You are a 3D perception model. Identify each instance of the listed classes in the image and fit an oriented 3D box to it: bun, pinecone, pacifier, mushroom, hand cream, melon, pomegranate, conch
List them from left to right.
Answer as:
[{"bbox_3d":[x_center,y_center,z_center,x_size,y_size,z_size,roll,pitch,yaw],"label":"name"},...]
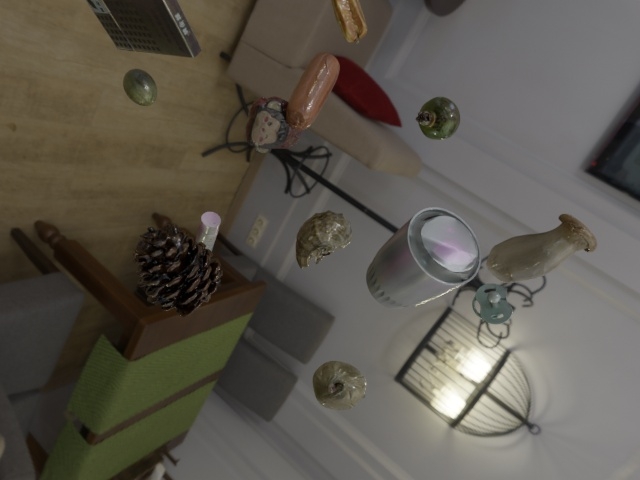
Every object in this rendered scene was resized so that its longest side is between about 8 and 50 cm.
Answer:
[{"bbox_3d":[-0.580,-0.492,1.513,0.098,0.130,0.098,-26,161,-10],"label":"melon"},{"bbox_3d":[-0.396,0.085,1.290,0.224,0.224,0.272,-48,130,-17],"label":"pinecone"},{"bbox_3d":[-0.430,0.010,1.746,0.111,0.070,0.312,-43,171,-41],"label":"hand cream"},{"bbox_3d":[-0.005,-0.016,1.688,0.210,0.158,0.291,-21,-174,30],"label":"conch"},{"bbox_3d":[0.057,0.472,1.521,0.173,0.166,0.113,-24,168,11],"label":"bun"},{"bbox_3d":[0.483,-0.522,1.992,0.211,0.179,0.179,15,117,-24],"label":"pomegranate"},{"bbox_3d":[0.576,0.205,1.585,0.116,0.127,0.150,54,33,-55],"label":"pacifier"},{"bbox_3d":[0.438,0.022,0.949,0.088,0.097,0.212,-1,154,-45],"label":"mushroom"}]

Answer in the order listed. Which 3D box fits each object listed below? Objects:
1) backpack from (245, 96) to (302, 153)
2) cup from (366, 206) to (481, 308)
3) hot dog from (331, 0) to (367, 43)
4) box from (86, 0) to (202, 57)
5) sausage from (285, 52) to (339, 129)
[{"bbox_3d":[-0.171,-0.438,1.781,0.229,0.138,0.229,-7,134,-8],"label":"backpack"},{"bbox_3d":[0.314,0.079,1.524,0.253,0.253,0.371,-41,175,-33],"label":"cup"},{"bbox_3d":[0.048,-0.434,0.875,0.056,0.041,0.133,-27,112,-8],"label":"hot dog"},{"bbox_3d":[-0.479,-0.586,1.250,0.047,0.325,0.180,-58,148,-25],"label":"box"},{"bbox_3d":[-0.031,-0.535,1.695,0.121,0.121,0.304,75,37,-66],"label":"sausage"}]
